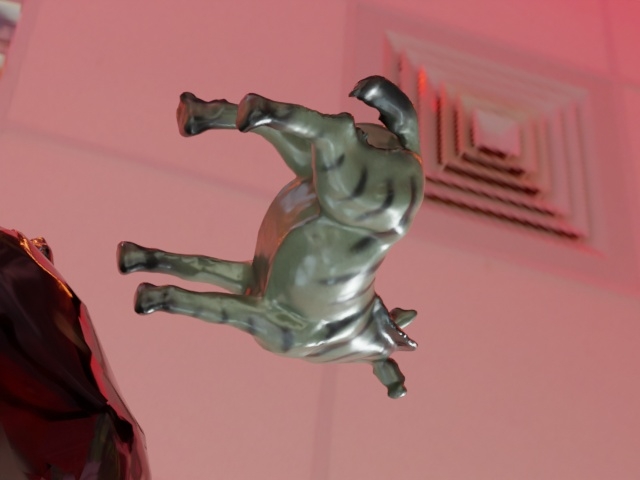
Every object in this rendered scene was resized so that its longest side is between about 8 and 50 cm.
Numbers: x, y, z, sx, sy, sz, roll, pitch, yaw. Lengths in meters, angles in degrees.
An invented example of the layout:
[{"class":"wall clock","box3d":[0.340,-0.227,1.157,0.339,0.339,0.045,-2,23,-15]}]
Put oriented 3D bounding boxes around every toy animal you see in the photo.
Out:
[{"class":"toy animal","box3d":[0.001,0.005,0.617,0.176,0.217,0.073,7,-133,-24]}]

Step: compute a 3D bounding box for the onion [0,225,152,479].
[{"class":"onion","box3d":[-0.249,0.151,0.559,0.348,0.385,0.347,12,-155,-5]}]
